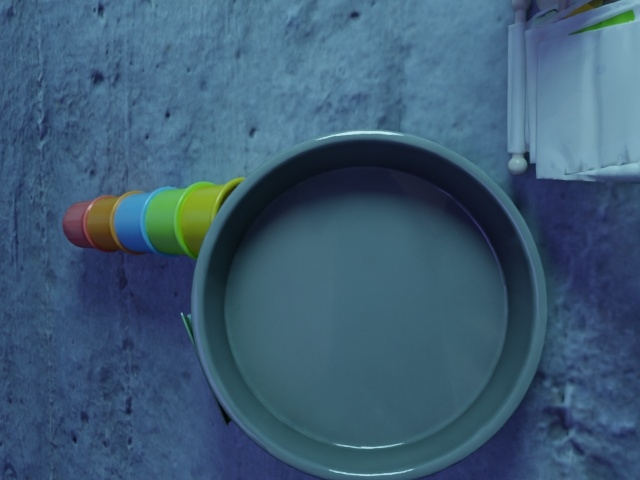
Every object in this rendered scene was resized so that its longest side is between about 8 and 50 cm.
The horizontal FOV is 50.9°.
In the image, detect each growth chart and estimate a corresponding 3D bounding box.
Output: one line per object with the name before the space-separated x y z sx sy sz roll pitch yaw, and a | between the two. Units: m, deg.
growth chart | 0.204 -0.113 0.464 0.237 0.021 0.171 -155 67 -64

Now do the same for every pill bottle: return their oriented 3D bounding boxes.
pill bottle | 0.000 0.000 0.662 0.152 0.086 0.086 53 123 17

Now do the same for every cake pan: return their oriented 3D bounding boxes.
cake pan | 0.040 0.053 0.575 0.294 0.054 0.292 0 83 3

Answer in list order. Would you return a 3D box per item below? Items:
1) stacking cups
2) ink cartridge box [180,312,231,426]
stacking cups | -0.195 -0.023 0.812 0.316 0.096 0.095 2 98 41
ink cartridge box | -0.084 0.118 0.678 0.209 0.062 0.108 119 130 -78
